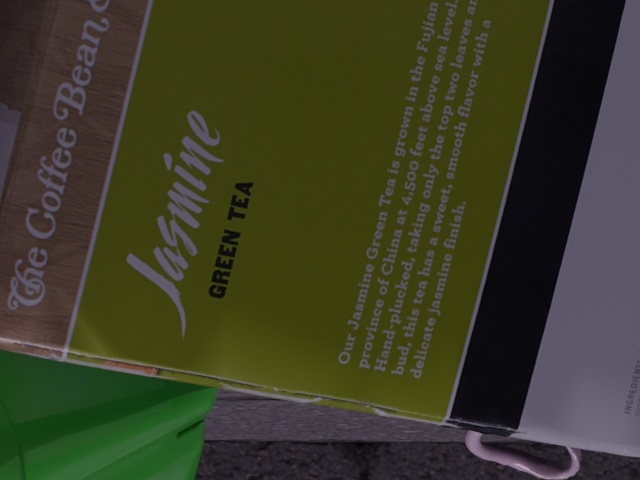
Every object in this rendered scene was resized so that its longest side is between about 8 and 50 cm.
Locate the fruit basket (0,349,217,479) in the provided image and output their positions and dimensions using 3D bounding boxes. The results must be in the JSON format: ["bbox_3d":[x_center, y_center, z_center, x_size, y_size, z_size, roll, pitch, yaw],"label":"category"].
[{"bbox_3d":[-0.286,0.061,0.971,0.392,0.392,0.283,5,135,-12],"label":"fruit basket"}]

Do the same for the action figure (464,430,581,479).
[{"bbox_3d":[0.222,0.070,1.480,0.248,0.275,0.370,15,173,-21],"label":"action figure"}]

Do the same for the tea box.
[{"bbox_3d":[-0.038,-0.061,0.800,0.324,0.220,0.329,13,-178,-29],"label":"tea box"}]
